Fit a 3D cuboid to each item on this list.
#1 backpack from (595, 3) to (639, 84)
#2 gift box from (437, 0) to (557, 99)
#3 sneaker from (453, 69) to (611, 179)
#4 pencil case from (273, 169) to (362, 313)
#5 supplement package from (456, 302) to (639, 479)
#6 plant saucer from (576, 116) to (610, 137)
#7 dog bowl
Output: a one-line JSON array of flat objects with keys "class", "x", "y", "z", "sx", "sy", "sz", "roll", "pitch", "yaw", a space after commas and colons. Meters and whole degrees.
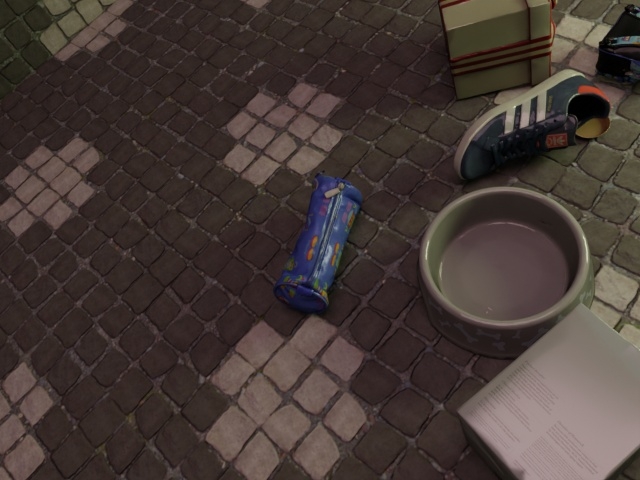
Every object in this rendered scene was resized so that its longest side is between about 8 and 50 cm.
[{"class": "backpack", "x": 0.720, "y": -0.418, "z": 1.303, "sx": 0.173, "sy": 0.117, "sz": 0.158, "roll": 29, "pitch": 71, "yaw": 31}, {"class": "gift box", "x": 0.415, "y": -0.529, "z": 1.389, "sx": 0.258, "sy": 0.255, "sz": 0.277, "roll": -10, "pitch": 61, "yaw": 15}, {"class": "sneaker", "x": 0.451, "y": -0.225, "z": 1.251, "sx": 0.350, "sy": 0.131, "sz": 0.148, "roll": -36, "pitch": 49, "yaw": 0}, {"class": "pencil case", "x": 0.000, "y": 0.000, "z": 1.269, "sx": 0.119, "sy": 0.133, "sz": 0.306, "roll": 19, "pitch": 65, "yaw": 0}, {"class": "supplement package", "x": 0.385, "y": 0.282, "z": 0.926, "sx": 0.262, "sy": 0.198, "sz": 0.199, "roll": -38, "pitch": 55, "yaw": -7}, {"class": "plant saucer", "x": 0.592, "y": -0.254, "z": 1.304, "sx": 0.083, "sy": 0.015, "sz": 0.084, "roll": -9, "pitch": 57, "yaw": 14}, {"class": "dog bowl", "x": 0.349, "y": 0.047, "z": 1.144, "sx": 0.348, "sy": 0.102, "sz": 0.349, "roll": -9, "pitch": 57, "yaw": 14}]
